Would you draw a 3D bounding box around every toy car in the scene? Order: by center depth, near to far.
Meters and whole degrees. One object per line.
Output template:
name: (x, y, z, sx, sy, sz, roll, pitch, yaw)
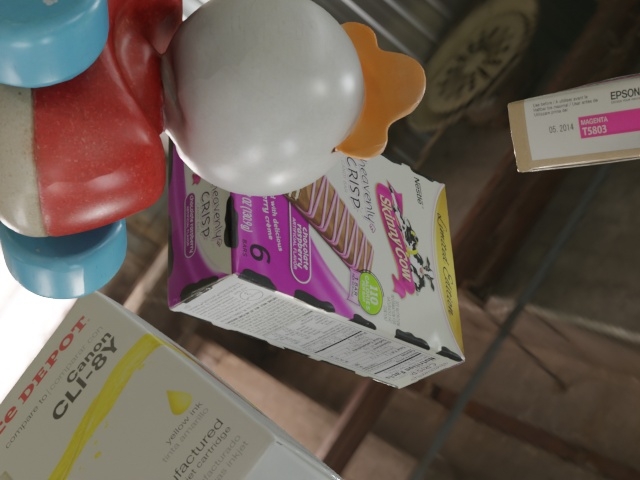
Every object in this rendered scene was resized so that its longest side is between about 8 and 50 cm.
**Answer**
toy car: (-0.063, -0.099, 0.707, 0.219, 0.238, 0.210, 98, -10, -53)

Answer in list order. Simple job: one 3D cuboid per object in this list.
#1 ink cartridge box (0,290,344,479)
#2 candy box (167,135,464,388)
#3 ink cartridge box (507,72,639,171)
ink cartridge box: (-0.171, 0.245, 1.173, 0.279, 0.160, 0.385, -53, -144, -6)
candy box: (0.000, 0.000, 0.927, 0.071, 0.233, 0.159, -27, -126, 37)
ink cartridge box: (0.363, -0.144, 1.439, 0.193, 0.088, 0.235, -15, -173, -40)
